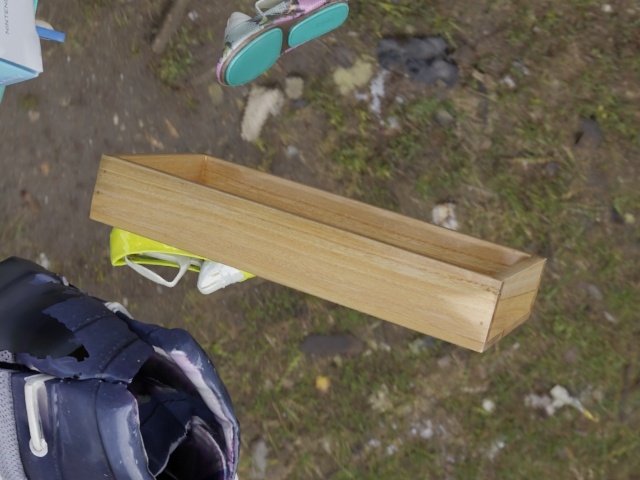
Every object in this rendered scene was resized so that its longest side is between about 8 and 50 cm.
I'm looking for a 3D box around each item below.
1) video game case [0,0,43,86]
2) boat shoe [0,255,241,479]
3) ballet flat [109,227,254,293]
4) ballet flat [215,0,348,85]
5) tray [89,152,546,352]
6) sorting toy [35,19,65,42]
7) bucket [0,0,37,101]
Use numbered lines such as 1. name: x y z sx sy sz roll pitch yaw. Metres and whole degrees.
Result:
1. video game case: -0.294 -0.190 0.631 0.269 0.061 0.244 -10 81 24
2. boat shoe: -0.121 0.173 0.693 0.127 0.158 0.340 -48 139 -34
3. ballet flat: -0.170 0.029 1.425 0.231 0.077 0.077 13 67 1
4. ballet flat: -0.062 -0.260 1.310 0.221 0.079 0.077 -37 157 -30
5. tray: 0.000 0.000 1.071 0.411 0.203 0.076 19 101 20
6. sorting toy: -0.451 -0.300 1.325 0.196 0.347 0.047 8 98 -44
7. bucket: -0.381 -0.211 0.912 0.281 0.281 0.183 10 99 -16
